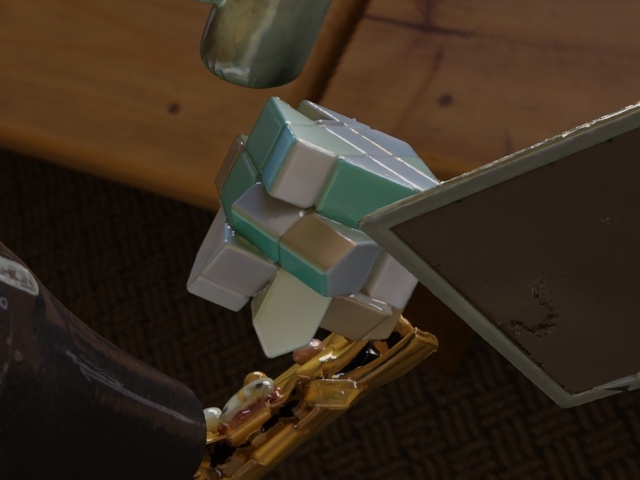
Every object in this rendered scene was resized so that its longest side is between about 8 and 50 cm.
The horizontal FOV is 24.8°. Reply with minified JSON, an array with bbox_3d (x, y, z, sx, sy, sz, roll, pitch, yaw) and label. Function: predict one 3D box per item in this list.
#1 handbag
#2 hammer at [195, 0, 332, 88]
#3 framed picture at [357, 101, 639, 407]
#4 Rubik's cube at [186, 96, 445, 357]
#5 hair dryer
[{"bbox_3d":[-0.052,0.201,1.710,0.401,0.283,0.133,-37,89,3],"label":"handbag"},{"bbox_3d":[-0.142,-0.269,1.463,0.119,0.335,0.206,57,132,50],"label":"hammer"},{"bbox_3d":[0.185,0.017,0.923,0.216,0.273,0.016,-22,47,27],"label":"framed picture"},{"bbox_3d":[0.000,0.000,1.414,0.213,0.224,0.265,-62,20,15],"label":"Rubik's cube"},{"bbox_3d":[-0.074,0.117,0.397,0.091,0.235,0.272,-30,62,14],"label":"hair dryer"}]
